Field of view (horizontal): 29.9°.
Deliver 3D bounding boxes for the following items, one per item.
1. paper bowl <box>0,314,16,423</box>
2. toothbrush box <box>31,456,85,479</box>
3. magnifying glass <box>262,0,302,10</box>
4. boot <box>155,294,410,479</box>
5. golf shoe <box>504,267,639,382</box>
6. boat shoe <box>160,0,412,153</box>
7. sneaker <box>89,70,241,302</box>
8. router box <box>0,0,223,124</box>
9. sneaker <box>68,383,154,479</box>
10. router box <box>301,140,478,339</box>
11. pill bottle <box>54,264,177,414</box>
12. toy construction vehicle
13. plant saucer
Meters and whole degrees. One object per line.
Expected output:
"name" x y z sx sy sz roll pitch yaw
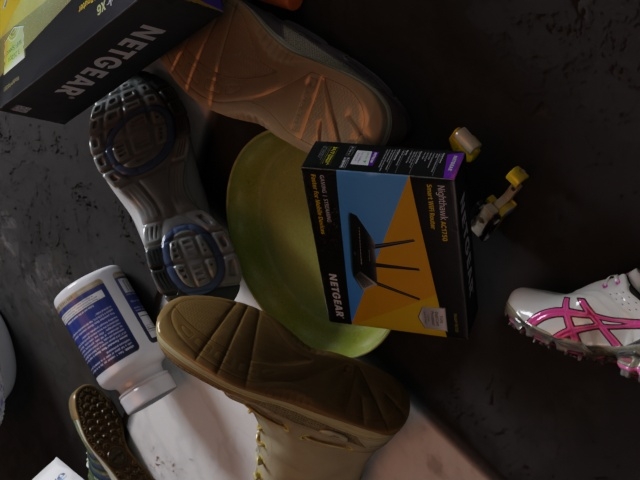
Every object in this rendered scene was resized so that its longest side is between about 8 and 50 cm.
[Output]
"paper bowl" -0.563 0.170 1.786 0.284 0.148 0.284 22 123 39
"toothbrush box" -0.273 0.457 1.588 0.295 0.126 0.216 26 148 36
"magnifying glass" -0.106 -0.265 1.182 0.231 0.026 0.092 24 125 37
"boot" -0.057 0.171 1.230 0.262 0.095 0.203 22 141 -1
"golf shoe" 0.234 0.061 0.962 0.186 0.067 0.086 18 94 41
"boat shoe" -0.038 -0.153 1.112 0.285 0.092 0.103 31 106 29
"sneaker" -0.170 -0.043 1.296 0.129 0.111 0.297 94 158 -74
"router box" -0.213 -0.279 1.167 0.309 0.081 0.243 -23 65 47
"sneaker" -0.296 0.294 1.625 0.086 0.064 0.192 -35 85 44
"router box" 0.063 0.001 1.037 0.133 0.046 0.179 5 132 19
"pill bottle" -0.247 0.124 1.468 0.169 0.094 0.094 59 139 8
"toy construction vehicle" 0.131 -0.050 1.032 0.086 0.035 0.098 48 145 20
"plant saucer" 0.000 0.000 1.190 0.241 0.037 0.241 23 124 39
